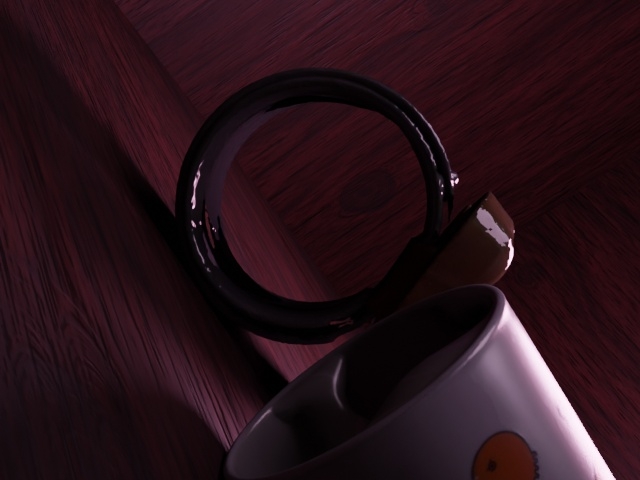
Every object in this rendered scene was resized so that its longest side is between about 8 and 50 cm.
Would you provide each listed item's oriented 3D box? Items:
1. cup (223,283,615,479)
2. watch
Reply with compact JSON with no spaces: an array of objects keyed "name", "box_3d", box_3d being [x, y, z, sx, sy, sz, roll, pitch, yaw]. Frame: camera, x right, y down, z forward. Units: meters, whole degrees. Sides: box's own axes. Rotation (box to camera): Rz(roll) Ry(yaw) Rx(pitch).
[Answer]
[{"name":"cup","box_3d":[0.109,0.219,0.567,0.317,0.212,0.212,57,1,-6]},{"name":"watch","box_3d":[0.000,0.000,0.904,0.327,0.335,0.314,37,6,4]}]
